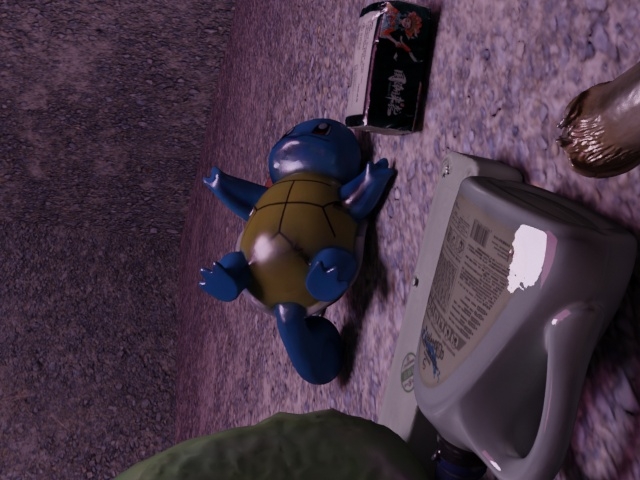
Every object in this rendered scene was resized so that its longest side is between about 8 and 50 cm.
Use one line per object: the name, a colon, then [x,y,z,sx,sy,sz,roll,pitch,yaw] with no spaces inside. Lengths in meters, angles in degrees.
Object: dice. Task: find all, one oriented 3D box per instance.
dice: [-0.043,0.374,0.755,0.322,0.318,0.330,106,149,-50]

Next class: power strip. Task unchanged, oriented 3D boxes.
power strip: [0.126,0.101,0.852,0.091,0.062,0.385,-131,52,-69]

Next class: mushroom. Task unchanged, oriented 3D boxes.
mushroom: [0.240,-0.118,0.532,0.092,0.081,0.223,66,152,28]

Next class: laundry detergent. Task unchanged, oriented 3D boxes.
laundry detergent: [0.153,0.100,0.678,0.215,0.105,0.280,-131,51,-67]

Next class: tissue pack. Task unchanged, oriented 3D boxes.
tissue pack: [0.091,-0.230,1.080,0.103,0.091,0.170,-157,73,-74]

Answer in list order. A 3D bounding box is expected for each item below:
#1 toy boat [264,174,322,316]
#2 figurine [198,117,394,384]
toy boat: [-0.021,-0.009,1.411,0.206,0.096,0.282,-44,48,43]
figurine: [-0.020,0.000,1.188,0.298,0.243,0.416,-6,76,29]
